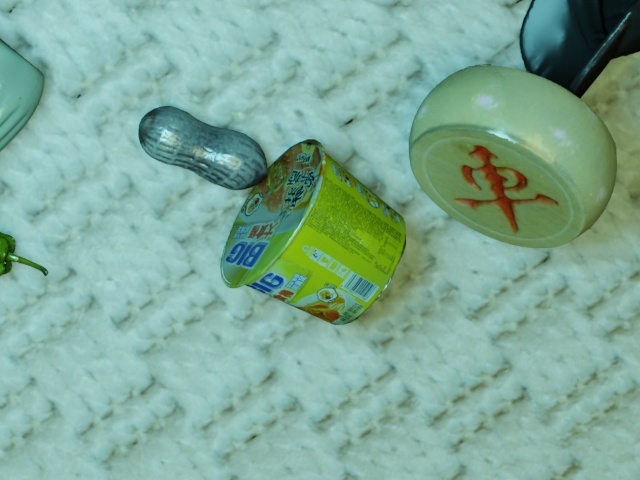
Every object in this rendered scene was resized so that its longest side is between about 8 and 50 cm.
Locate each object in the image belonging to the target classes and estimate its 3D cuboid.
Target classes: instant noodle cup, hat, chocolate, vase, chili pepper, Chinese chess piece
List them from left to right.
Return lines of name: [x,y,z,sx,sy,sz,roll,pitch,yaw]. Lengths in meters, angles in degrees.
vase: [-0.431,-0.124,1.899,0.128,0.128,0.248,39,89,-15]
chili pepper: [-0.418,0.005,1.974,0.204,0.073,0.072,27,117,-2]
chocolate: [-0.140,-0.110,1.984,0.167,0.072,0.072,23,100,-11]
instant noodle cup: [0.000,0.000,1.973,0.153,0.205,0.205,31,98,-21]
Chinese chess piece: [0.225,-0.095,1.951,0.251,0.251,0.097,37,61,-15]
hat: [0.388,-0.291,1.950,0.209,0.238,0.336,7,122,-23]
